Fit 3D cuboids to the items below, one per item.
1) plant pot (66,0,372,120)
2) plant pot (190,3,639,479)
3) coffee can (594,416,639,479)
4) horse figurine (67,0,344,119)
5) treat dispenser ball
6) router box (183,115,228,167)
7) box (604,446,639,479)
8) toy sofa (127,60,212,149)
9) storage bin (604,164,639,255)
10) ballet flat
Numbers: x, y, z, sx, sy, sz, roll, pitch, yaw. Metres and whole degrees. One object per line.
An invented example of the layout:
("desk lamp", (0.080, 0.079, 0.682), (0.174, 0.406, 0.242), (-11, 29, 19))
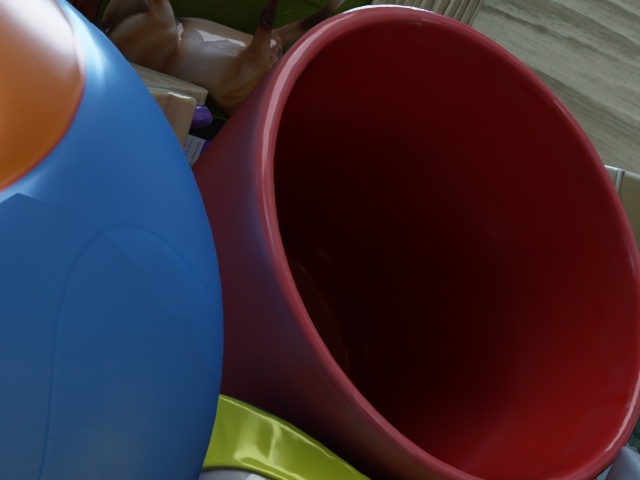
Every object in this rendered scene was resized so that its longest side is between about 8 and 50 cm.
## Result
("plant pot", (-0.161, -0.193, 1.177), (0.366, 0.353, 0.366), (26, 12, -6))
("plant pot", (0.010, 0.041, 0.716), (0.275, 0.243, 0.275), (18, 59, -33))
("coffee can", (0.256, 0.179, 0.724), (0.201, 0.275, 0.201), (26, 12, -6))
("horse figurine", (-0.094, -0.168, 0.984), (0.263, 0.174, 0.066), (16, 39, -25))
("treat dispenser ball", (-0.176, 0.032, 0.402), (0.288, 0.288, 0.288), (26, 13, -6))
("router box", (0.000, 0.000, 1.064), (0.243, 0.081, 0.309), (20, -10, 31))
("box", (0.157, 0.185, 0.548), (0.091, 0.130, 0.170), (28, 6, 2))
("toy sofa", (-0.273, -0.094, 0.916), (0.362, 0.150, 0.177), (22, 11, 18))
("storage bin", (0.323, 0.034, 1.501), (0.123, 0.260, 0.262), (14, 5, 30))
("ballet flat", (-0.001, 0.140, 0.557), (0.231, 0.077, 0.077), (28, 28, -3))
